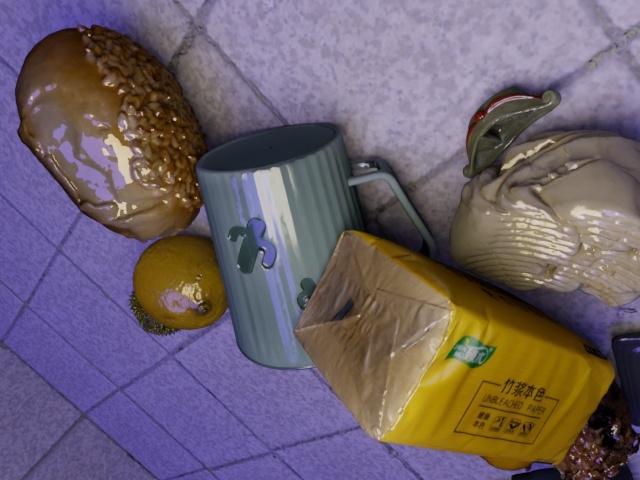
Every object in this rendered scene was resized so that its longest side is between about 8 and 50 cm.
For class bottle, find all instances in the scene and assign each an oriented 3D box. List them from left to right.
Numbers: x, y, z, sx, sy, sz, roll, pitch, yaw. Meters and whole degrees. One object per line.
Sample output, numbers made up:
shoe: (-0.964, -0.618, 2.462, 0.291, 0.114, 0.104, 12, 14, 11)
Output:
bottle: (0.546, 0.533, 1.062, 0.244, 0.072, 0.082, -13, 160, 10)

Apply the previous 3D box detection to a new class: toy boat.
toy boat: (0.276, -0.174, 0.742, 0.185, 0.089, 0.071, -49, 49, 46)

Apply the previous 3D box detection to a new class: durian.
durian: (-0.449, 0.171, 1.363, 0.159, 0.146, 0.198, 8, 114, 27)

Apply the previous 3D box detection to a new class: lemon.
lemon: (-0.334, 0.096, 1.182, 0.253, 0.228, 0.229, 26, 132, 16)

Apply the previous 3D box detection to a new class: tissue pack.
tissue pack: (0.198, 0.164, 0.753, 0.381, 0.293, 0.228, 20, 101, -30)

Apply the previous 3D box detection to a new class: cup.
cup: (-0.014, -0.007, 0.930, 0.310, 0.400, 0.393, 33, 141, 56)

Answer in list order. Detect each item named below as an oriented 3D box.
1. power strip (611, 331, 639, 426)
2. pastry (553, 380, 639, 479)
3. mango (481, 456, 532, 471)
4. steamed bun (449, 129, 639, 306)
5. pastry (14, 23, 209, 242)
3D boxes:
power strip: (0.670, 0.261, 0.843, 0.256, 0.092, 0.251, -11, 113, 30)
pastry: (0.446, 0.307, 0.890, 0.192, 0.275, 0.275, -35, 102, 27)
mango: (0.385, 0.397, 1.088, 0.176, 0.119, 0.317, -22, 105, 37)
steamed bun: (0.360, -0.042, 0.722, 0.275, 0.203, 0.289, 33, 153, -8)
pastry: (-0.354, -0.196, 0.906, 0.244, 0.410, 0.410, -27, 111, 3)
